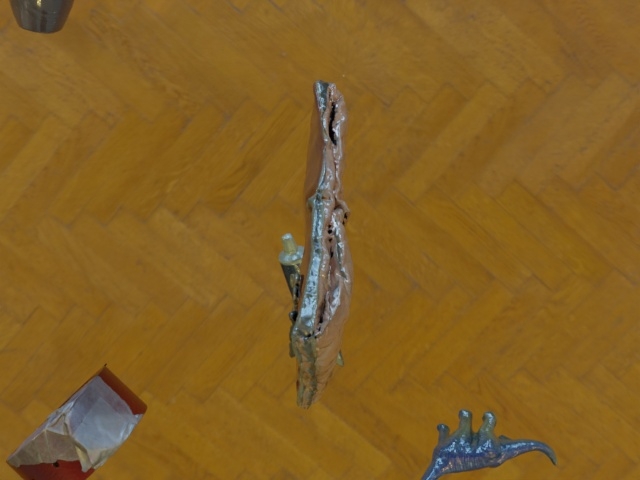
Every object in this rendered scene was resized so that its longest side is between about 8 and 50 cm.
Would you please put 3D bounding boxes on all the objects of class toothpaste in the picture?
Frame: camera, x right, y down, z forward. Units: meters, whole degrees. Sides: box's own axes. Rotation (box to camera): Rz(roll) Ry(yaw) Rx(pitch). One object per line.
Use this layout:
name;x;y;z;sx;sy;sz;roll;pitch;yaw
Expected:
toothpaste;-0.013;0.072;1.030;0.035;0.057;0.197;-38;128;-27

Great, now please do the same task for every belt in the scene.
belt;-0.407;0.322;1.442;0.115;0.324;0.227;45;62;-6

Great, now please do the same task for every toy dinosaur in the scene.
toy dinosaur;0.243;0.354;1.330;0.248;0.188;0.075;12;129;9

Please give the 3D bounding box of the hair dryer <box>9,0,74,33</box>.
hair dryer;-0.531;-0.461;1.277;0.361;0.121;0.301;-13;127;-38

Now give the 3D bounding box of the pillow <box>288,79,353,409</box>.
pillow;0.000;0.000;0.641;0.043;0.126;0.232;4;58;-3
